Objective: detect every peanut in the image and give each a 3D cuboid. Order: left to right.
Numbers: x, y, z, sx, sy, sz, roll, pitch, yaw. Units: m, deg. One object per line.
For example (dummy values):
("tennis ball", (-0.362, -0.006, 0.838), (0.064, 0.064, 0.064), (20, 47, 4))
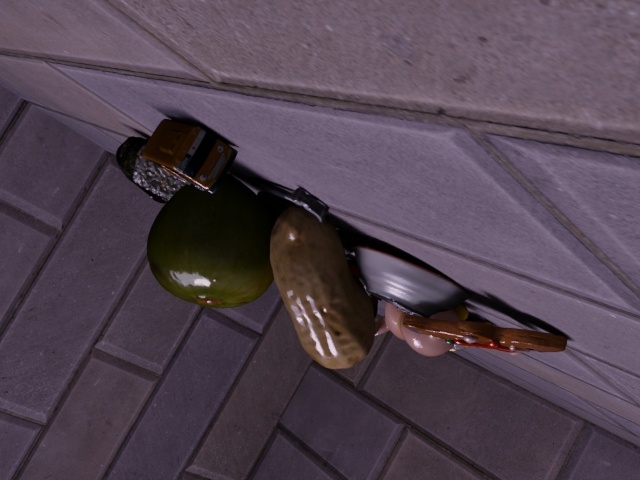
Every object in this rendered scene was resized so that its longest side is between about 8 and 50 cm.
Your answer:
("peanut", (0.007, 0.100, 1.589), (0.169, 0.192, 0.387), (-9, 115, 25))

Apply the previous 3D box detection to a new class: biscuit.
("biscuit", (0.317, 0.187, 1.451), (0.324, 0.049, 0.205), (0, 167, 40))

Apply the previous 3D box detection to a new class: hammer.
("hammer", (-0.070, -0.091, 1.502), (0.103, 0.029, 0.246), (34, 174, -36))

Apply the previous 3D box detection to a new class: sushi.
("sushi", (-0.444, -0.188, 2.035), (0.126, 0.136, 0.225), (14, 160, 48))

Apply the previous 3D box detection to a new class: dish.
("dish", (0.173, 0.101, 1.555), (0.260, 0.085, 0.260), (24, 173, 3))

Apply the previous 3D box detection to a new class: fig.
("fig", (-0.233, -0.010, 1.665), (0.316, 0.316, 0.316), (29, 175, 3))

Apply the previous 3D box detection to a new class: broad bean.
("broad bean", (-0.025, -0.037, 1.669), (0.297, 0.043, 0.060), (27, 153, 21))

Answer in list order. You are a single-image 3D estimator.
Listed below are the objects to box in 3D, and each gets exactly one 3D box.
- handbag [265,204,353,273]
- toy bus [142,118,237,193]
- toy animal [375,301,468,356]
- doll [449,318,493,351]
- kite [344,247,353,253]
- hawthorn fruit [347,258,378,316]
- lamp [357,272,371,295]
("handbag", (-0.022, 0.043, 1.827), (0.316, 0.109, 0.253), (47, 174, 7))
("toy bus", (-0.245, -0.162, 1.391), (0.114, 0.098, 0.201), (33, 175, -32))
("toy animal", (0.241, 0.186, 1.746), (0.165, 0.149, 0.248), (13, 180, -19))
("doll", (0.349, 0.230, 1.906), (0.103, 0.145, 0.316), (63, 168, 1))
("kite", (-0.002, 0.003, 2.052), (0.204, 0.022, 0.360), (31, 174, 6))
("hawthorn fruit", (0.042, 0.157, 2.094), (0.249, 0.215, 0.215), (-3, -178, -13))
("lamp", (0.168, 0.096, 1.721), (0.163, 0.091, 0.091), (14, 172, 12))
